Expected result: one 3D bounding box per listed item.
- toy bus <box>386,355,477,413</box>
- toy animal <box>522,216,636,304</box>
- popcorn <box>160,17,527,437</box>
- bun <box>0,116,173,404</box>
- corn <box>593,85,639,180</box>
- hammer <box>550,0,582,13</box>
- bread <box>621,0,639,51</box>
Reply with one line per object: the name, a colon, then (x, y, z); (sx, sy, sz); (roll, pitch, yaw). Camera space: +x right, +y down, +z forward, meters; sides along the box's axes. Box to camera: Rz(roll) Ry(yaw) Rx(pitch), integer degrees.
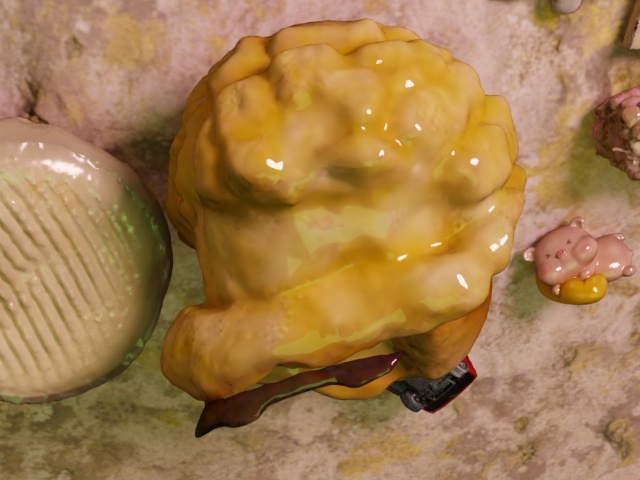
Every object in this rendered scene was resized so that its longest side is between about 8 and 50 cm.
toy bus: (0.079, 0.111, 1.194); (0.195, 0.089, 0.081); (33, 114, -31)
toy animal: (0.281, 0.018, 1.178); (0.114, 0.091, 0.082); (-22, 113, 6)
popcorn: (0.000, 0.000, 0.925); (0.349, 0.382, 0.349); (18, 150, 11)
bun: (-0.279, 0.011, 1.011); (0.287, 0.146, 0.287); (-9, 121, -16)
corn: (0.444, -0.135, 1.085); (0.335, 0.127, 0.127); (-8, 127, -2)
hammer: (0.202, -0.233, 1.010); (0.083, 0.031, 0.053); (-5, 123, -1)
bread: (0.336, -0.248, 1.027); (0.068, 0.028, 0.154); (1, 125, -13)
